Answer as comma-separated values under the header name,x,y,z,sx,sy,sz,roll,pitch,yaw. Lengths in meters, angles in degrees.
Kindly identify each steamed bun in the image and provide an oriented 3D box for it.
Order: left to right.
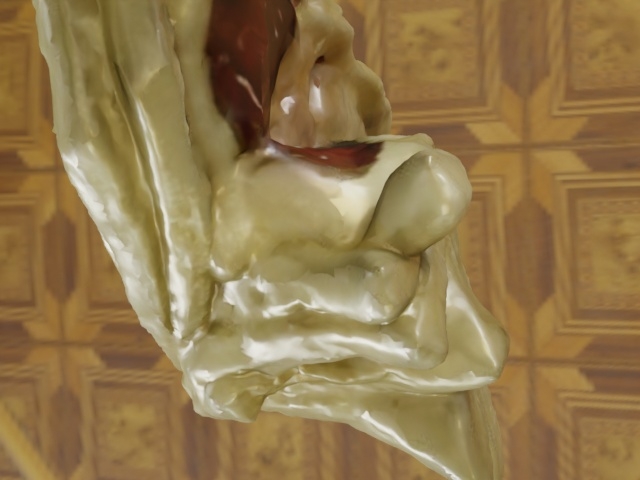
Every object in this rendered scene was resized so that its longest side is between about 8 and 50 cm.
name,x,y,z,sx,sy,sz,roll,pitch,yaw
steamed bun,0.000,0.000,0.792,0.189,0.428,0.247,-3,61,11
